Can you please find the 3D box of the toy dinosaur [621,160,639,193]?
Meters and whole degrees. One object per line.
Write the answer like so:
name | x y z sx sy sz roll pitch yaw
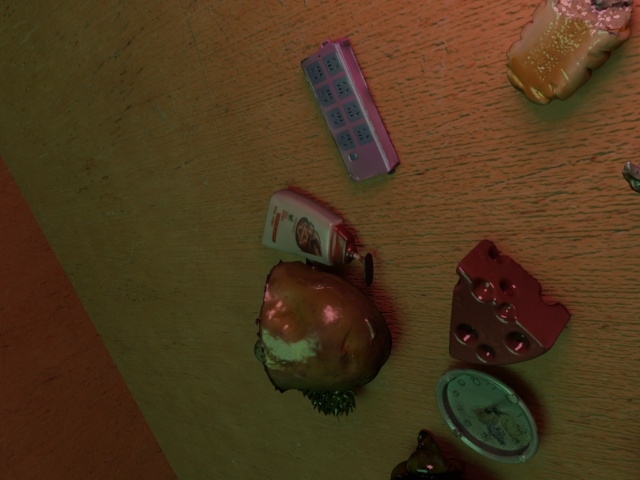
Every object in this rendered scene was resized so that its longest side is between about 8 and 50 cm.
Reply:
toy dinosaur | 0.581 -0.010 0.727 0.393 0.092 0.205 38 143 -6

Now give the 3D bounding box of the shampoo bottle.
shampoo bottle | 0.000 0.000 1.313 0.284 0.071 0.153 29 120 28

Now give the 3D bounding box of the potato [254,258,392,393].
potato | 0.031 0.195 1.316 0.237 0.301 0.289 -1 145 27

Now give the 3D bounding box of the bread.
bread | 0.329 -0.268 0.797 0.119 0.084 0.177 48 141 11

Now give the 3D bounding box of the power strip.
power strip | 0.056 -0.243 1.123 0.109 0.037 0.279 -12 108 47

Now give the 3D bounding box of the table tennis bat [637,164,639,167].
table tennis bat | 0.514 -0.090 0.796 0.156 0.013 0.087 8 125 40

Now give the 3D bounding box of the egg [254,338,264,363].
egg | -0.135 0.313 1.660 0.110 0.085 0.085 24 132 31

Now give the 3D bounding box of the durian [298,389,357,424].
durian | -0.027 0.305 1.536 0.355 0.157 0.169 52 179 16

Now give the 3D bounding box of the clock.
clock | 0.350 0.356 1.235 0.236 0.053 0.236 26 131 33

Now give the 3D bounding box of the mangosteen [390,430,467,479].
mangosteen | 0.275 0.648 1.380 0.306 0.360 0.306 7 143 5

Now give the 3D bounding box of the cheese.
cheese | 0.337 0.127 1.042 0.177 0.128 0.203 19 125 33
